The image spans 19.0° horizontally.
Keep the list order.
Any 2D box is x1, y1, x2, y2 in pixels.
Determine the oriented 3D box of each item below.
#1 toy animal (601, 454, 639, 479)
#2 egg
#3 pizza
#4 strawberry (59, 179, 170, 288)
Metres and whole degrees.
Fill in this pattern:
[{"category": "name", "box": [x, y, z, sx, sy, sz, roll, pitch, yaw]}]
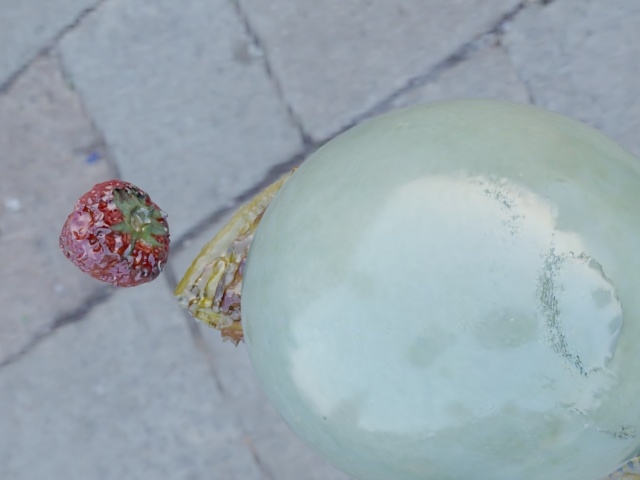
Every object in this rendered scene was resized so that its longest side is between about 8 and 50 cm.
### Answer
[{"category": "toy animal", "box": [0.218, 0.146, 1.001, 0.136, 0.181, 0.073, -10, 118, 7]}, {"category": "egg", "box": [0.065, 0.029, 0.870, 0.253, 0.186, 0.187, -2, 101, 58]}, {"category": "pizza", "box": [-0.002, 0.000, 1.138, 0.246, 0.058, 0.127, -8, 66, 50]}, {"category": "strawberry", "box": [-0.139, 0.001, 1.256, 0.083, 0.073, 0.073, -24, 86, 41]}]
